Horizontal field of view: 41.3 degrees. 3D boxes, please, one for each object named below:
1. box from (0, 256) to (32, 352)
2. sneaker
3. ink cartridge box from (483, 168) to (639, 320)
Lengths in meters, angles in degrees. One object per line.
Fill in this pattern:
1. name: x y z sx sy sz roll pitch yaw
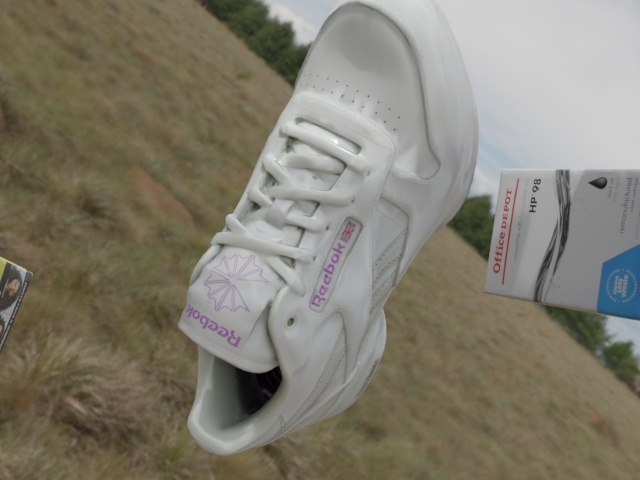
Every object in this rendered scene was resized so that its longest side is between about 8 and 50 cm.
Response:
1. box: -0.278 0.033 0.596 0.058 0.087 0.232 19 -12 4
2. sneaker: 0.000 0.000 0.497 0.114 0.305 0.152 26 24 26
3. ink cartridge box: 0.189 0.001 0.648 0.060 0.104 0.180 9 -2 -36
